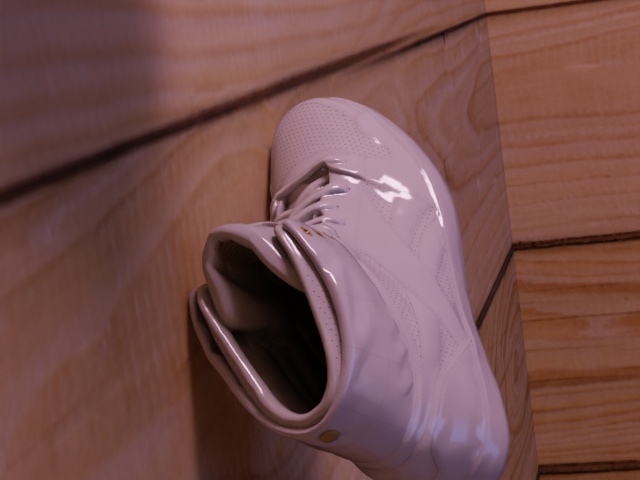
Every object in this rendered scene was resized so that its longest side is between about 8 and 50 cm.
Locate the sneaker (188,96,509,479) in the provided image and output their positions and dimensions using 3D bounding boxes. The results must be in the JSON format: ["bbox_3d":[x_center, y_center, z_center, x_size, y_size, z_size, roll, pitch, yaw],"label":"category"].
[{"bbox_3d":[0.000,0.000,0.782,0.169,0.108,0.292,31,29,-44],"label":"sneaker"}]
